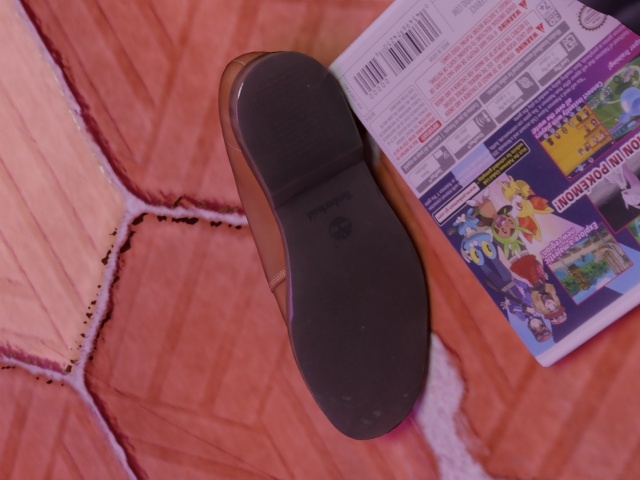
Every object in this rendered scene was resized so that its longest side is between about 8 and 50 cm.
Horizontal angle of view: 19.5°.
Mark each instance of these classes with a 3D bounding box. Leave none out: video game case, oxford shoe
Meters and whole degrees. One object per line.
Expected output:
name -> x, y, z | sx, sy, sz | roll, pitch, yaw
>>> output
video game case -> 0.114, -0.062, 0.844 | 0.183, 0.023, 0.201 | 54, 133, 6
oxford shoe -> 0.000, 0.000, 0.953 | 0.076, 0.076, 0.212 | 26, 134, 67

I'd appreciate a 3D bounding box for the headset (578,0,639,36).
headset -> 0.129, -0.219, 0.702 | 0.394, 0.185, 0.243 | 26, 118, 10
